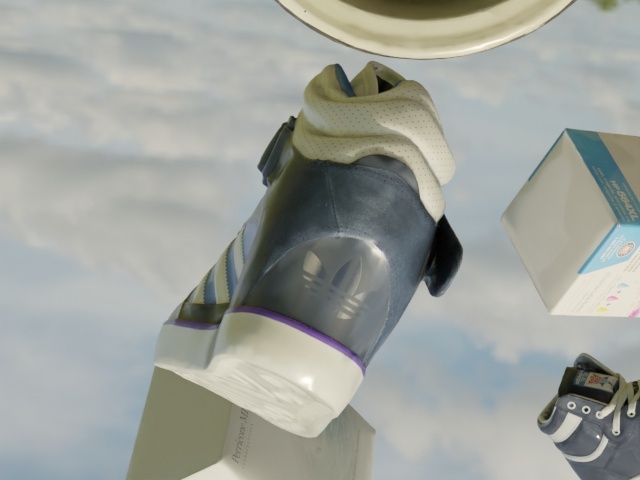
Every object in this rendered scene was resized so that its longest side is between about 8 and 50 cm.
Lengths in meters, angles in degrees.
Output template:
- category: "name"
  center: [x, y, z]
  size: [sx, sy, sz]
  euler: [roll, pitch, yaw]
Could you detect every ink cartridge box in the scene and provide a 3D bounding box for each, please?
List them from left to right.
- category: "ink cartridge box"
  center: [0.216, -0.009, 1.074]
  size: [0.143, 0.092, 0.090]
  euler: [3, -134, -30]

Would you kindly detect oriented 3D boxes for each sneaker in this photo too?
- category: "sneaker"
  center: [0.000, 0.000, 1.071]
  size: [0.130, 0.236, 0.323]
  euler: [27, 167, -8]
- category: "sneaker"
  center: [0.351, 0.166, 1.645]
  size: [0.153, 0.282, 0.099]
  euler: [47, -144, -6]

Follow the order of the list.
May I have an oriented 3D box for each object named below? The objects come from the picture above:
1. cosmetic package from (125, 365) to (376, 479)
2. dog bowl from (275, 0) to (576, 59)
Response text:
- category: "cosmetic package"
  center: [-0.066, 0.230, 1.606]
  size: [0.138, 0.224, 0.224]
  euler: [-29, -149, 27]
- category: "dog bowl"
  center: [0.098, -0.385, 1.481]
  size: [0.408, 0.408, 0.150]
  euler: [5, -159, -1]
